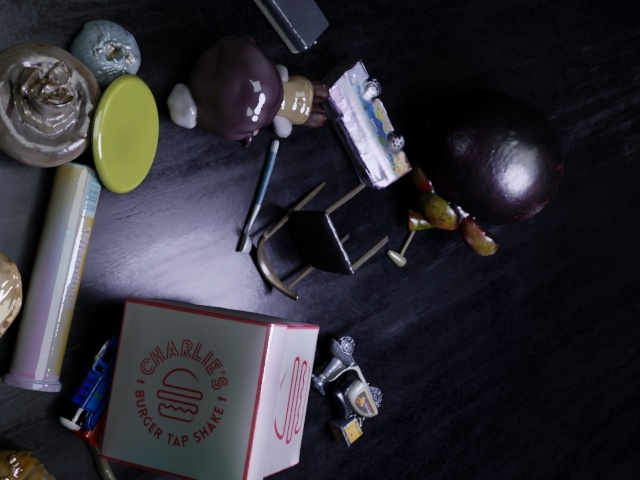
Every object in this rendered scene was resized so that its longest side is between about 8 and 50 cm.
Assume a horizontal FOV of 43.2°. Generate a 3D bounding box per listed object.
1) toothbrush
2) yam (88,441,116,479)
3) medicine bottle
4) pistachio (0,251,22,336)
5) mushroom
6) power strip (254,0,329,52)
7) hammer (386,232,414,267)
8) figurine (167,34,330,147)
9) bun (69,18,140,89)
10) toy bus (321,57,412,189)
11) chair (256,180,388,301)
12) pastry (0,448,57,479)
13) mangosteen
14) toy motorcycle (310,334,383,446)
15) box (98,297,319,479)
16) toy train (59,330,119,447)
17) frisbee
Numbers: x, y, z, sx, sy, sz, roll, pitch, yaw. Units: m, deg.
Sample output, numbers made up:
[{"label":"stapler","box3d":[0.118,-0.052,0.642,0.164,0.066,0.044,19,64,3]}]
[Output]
[{"label":"toothbrush","box3d":[-0.137,-0.101,1.862,0.025,0.019,0.276,24,78,-42]},{"label":"yam","box3d":[-0.430,0.506,1.663,0.027,0.029,0.234,-16,106,7]},{"label":"medicine bottle","box3d":[-0.500,0.066,1.537,0.108,0.108,0.426,17,81,-38]},{"label":"pistachio","box3d":[-0.616,0.112,1.444,0.145,0.117,0.201,26,82,3]},{"label":"mushroom","box3d":[-0.502,-0.247,1.464,0.226,0.178,0.227,4,84,-43]},{"label":"power strip","box3d":[-0.086,-0.549,1.844,0.105,0.070,0.257,-51,119,-21]},{"label":"hammer","box3d":[0.237,-0.024,2.165,0.060,0.028,0.195,42,65,-25]},{"label":"figurine","box3d":[-0.141,-0.328,1.778,0.365,0.206,0.218,-11,124,-62]},{"label":"bun","box3d":[-0.415,-0.364,1.585,0.140,0.083,0.141,0,91,-40]},{"label":"toy bus","box3d":[0.104,-0.283,1.992,0.138,0.112,0.317,-39,115,-18]},{"label":"chair","box3d":[0.000,0.000,1.883,0.272,0.166,0.188,-39,115,-30]},{"label":"pastry","box3d":[-0.568,0.536,1.475,0.255,0.162,0.311,-48,118,-23]},{"label":"mangosteen","box3d":[0.407,-0.175,2.078,0.382,0.382,0.435,41,81,-33]},{"label":"toy motorcycle","box3d":[0.058,0.362,2.003,0.157,0.091,0.263,-36,116,-26]},{"label":"box","box3d":[-0.204,0.288,1.595,0.300,0.314,0.312,20,79,-70]},{"label":"toy train","box3d":[-0.438,0.294,1.610,0.131,0.082,0.204,42,66,-33]},{"label":"frisbee","box3d":[-0.377,-0.207,1.584,0.236,0.017,0.236,10,90,-74]}]
